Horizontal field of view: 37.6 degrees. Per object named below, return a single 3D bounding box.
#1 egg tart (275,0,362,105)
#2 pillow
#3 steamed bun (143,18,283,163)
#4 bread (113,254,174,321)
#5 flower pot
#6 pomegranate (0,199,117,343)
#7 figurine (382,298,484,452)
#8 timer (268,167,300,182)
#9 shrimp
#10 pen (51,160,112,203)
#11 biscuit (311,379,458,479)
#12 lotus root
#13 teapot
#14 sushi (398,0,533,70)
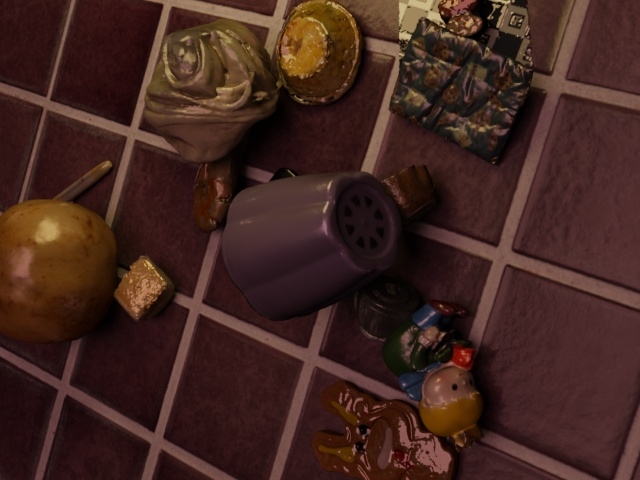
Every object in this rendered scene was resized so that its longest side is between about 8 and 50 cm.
[{"bbox_3d":[-0.015,-0.373,1.839,0.213,0.090,0.212,-1,88,35],"label":"egg tart"},{"bbox_3d":[0.242,-0.268,1.668,0.256,0.034,0.188,34,121,29],"label":"pillow"},{"bbox_3d":[-0.238,-0.313,1.851,0.280,0.207,0.268,-33,48,12],"label":"steamed bun"},{"bbox_3d":[-0.377,0.109,2.032,0.106,0.082,0.125,44,99,16],"label":"bread"},{"bbox_3d":[0.000,0.000,1.640,0.243,0.265,0.264,-15,78,47],"label":"flower pot"},{"bbox_3d":[-0.615,0.063,2.034,0.343,0.342,0.342,-3,85,32],"label":"pomegranate"},{"bbox_3d":[0.225,0.231,1.627,0.185,0.127,0.234,-45,55,13],"label":"figurine"},{"bbox_3d":[-0.076,-0.035,1.870,0.144,0.055,0.187,43,104,24],"label":"timer"},{"bbox_3d":[-0.215,-0.161,1.959,0.154,0.062,0.294,3,78,54],"label":"shrimp"},{"bbox_3d":[-0.566,-0.117,2.196,0.233,0.032,0.040,-31,94,26],"label":"pen"},{"bbox_3d":[0.113,0.372,1.724,0.295,0.044,0.185,11,94,33],"label":"biscuit"},{"bbox_3d":[0.154,-0.077,1.695,0.081,0.112,0.122,55,145,13],"label":"lotus root"},{"bbox_3d":[0.100,0.122,1.715,0.149,0.111,0.108,31,122,23],"label":"teapot"},{"bbox_3d":[0.244,-0.414,1.699,0.264,0.050,0.289,-5,84,32],"label":"sushi"}]
